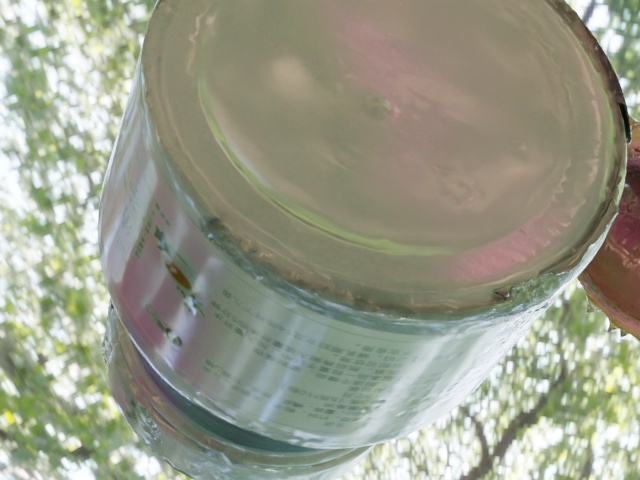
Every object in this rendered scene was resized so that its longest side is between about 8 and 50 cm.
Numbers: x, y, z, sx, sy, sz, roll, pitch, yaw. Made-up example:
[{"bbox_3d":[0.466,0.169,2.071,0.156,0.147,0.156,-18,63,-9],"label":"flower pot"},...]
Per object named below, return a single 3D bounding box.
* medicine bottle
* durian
[{"bbox_3d":[0.000,0.000,0.799,0.245,0.290,0.245,7,-122,-12],"label":"medicine bottle"},{"bbox_3d":[0.286,0.011,1.063,0.186,0.154,0.260,-46,-129,2],"label":"durian"}]
